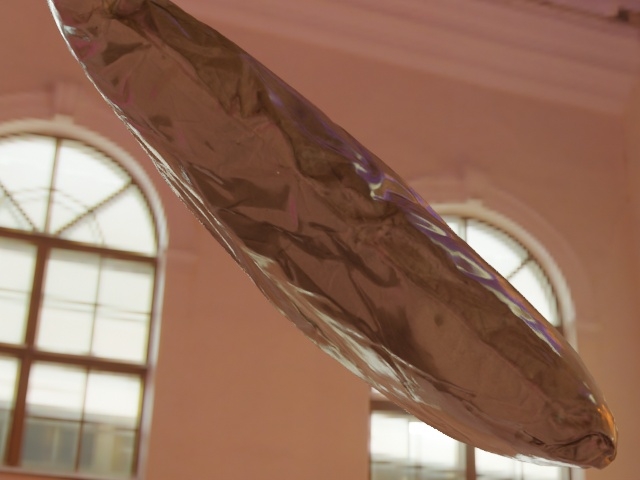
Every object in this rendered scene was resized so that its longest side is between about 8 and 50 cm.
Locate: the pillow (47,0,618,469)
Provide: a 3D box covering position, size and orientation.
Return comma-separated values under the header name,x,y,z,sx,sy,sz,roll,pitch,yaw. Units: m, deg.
name,x,y,z,sx,sy,sz,roll,pitch,yaw
pillow,0.001,0.001,0.582,0.274,0.076,0.281,40,-2,4
